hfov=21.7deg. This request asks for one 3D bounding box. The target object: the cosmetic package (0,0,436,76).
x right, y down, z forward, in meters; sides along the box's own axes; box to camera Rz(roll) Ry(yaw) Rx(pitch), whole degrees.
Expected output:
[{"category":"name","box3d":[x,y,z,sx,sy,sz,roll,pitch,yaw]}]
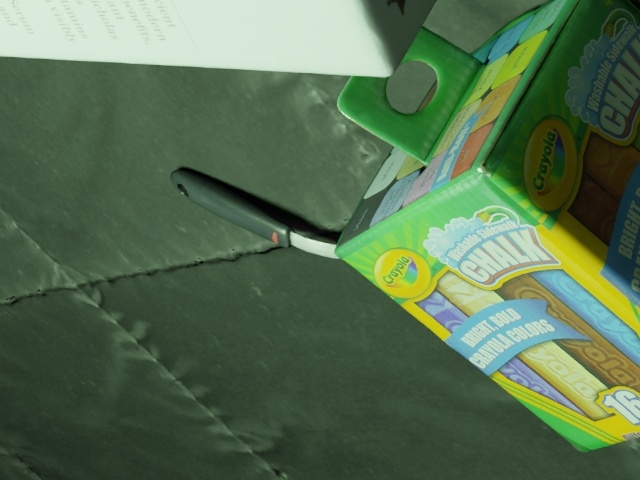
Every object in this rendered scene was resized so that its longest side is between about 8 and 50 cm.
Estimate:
[{"category":"cosmetic package","box3d":[-0.155,-0.235,0.937,0.453,0.161,0.230,8,142,32]}]

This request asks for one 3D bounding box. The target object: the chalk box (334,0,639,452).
[{"category":"chalk box","box3d":[0.145,-0.031,1.049,0.289,0.180,0.179,39,149,-14]}]

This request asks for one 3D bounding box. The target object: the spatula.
[{"category":"spatula","box3d":[0.000,0.000,1.373,0.296,0.030,0.084,22,147,18]}]
